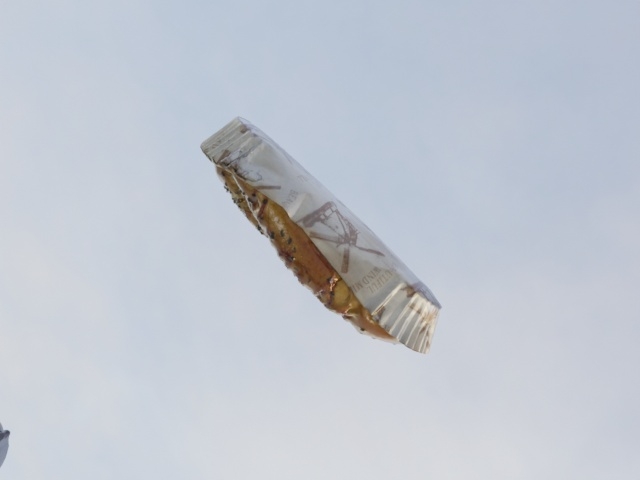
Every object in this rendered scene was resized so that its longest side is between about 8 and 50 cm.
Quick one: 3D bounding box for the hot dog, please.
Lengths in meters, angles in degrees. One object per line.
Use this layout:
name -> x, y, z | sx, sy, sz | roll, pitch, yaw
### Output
hot dog -> 0.000, 0.000, 1.001 | 0.192, 0.099, 0.053 | 45, -80, 1

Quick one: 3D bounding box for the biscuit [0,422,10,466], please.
biscuit -> -0.282, 0.084, 1.006 | 0.219, 0.061, 0.055 | 30, -61, 19
